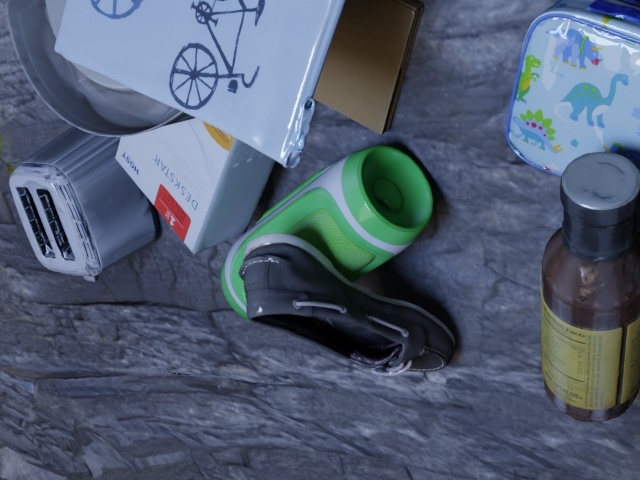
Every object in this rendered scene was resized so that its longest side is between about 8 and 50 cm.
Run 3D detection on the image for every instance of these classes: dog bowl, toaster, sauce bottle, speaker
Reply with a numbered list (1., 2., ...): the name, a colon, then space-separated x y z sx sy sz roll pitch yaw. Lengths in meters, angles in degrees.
1. dog bowl: -0.183 -0.283 1.167 0.348 0.102 0.349 2 93 33
2. toaster: -0.326 -0.058 1.493 0.129 0.146 0.227 6 123 33
3. sauce bottle: 0.273 0.052 1.074 0.111 0.111 0.344 21 147 25
4. speaker: 0.000 0.000 1.300 0.131 0.131 0.296 51 136 -4

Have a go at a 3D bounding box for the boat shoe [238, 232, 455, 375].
1. boat shoe: 0.033 0.105 1.253 0.112 0.096 0.335 -23 139 38

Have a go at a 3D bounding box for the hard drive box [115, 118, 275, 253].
1. hard drive box: -0.143 -0.130 1.313 0.181 0.089 0.232 48 140 21

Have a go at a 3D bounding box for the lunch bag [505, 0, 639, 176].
1. lunch bag: 0.292 -0.130 1.009 0.219 0.090 0.176 24 133 22

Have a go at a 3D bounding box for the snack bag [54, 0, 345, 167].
1. snack bag: -0.098 -0.278 1.032 0.342 0.037 0.323 28 108 29

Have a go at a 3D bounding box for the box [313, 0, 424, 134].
1. box: 0.006 -0.228 1.208 0.201 0.021 0.164 30 134 17
